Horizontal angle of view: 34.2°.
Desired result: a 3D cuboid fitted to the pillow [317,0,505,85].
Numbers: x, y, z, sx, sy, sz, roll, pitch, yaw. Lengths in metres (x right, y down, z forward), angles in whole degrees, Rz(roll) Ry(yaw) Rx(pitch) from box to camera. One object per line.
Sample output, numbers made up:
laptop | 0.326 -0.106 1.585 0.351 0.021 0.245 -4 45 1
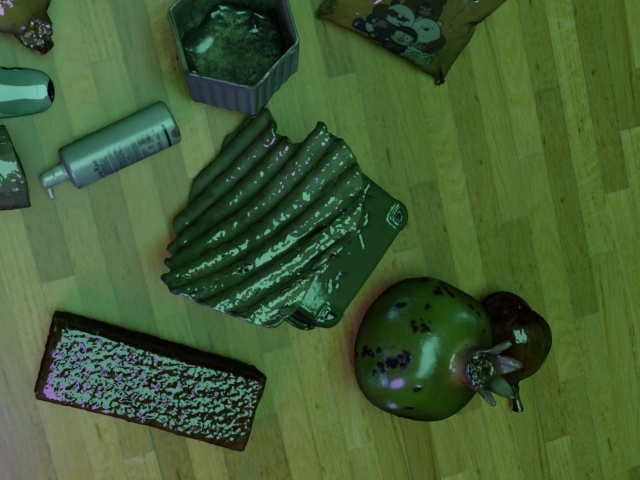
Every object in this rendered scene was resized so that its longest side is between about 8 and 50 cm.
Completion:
pillow | 0.192 -0.468 1.966 0.310 0.119 0.312 27 129 -16

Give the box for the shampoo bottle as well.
shampoo bottle | -0.388 -0.164 1.896 0.262 0.085 0.085 -27 103 -12

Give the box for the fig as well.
fig | 0.404 0.241 2.159 0.145 0.170 0.274 -20 121 -18

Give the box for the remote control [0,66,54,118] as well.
remote control | -0.602 -0.263 1.841 0.256 0.045 0.097 -7 98 -19

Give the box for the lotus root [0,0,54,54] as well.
lotus root | -0.556 -0.475 1.775 0.169 0.151 0.342 -29 103 -14

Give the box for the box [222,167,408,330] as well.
box | 0.000 0.000 1.984 0.253 0.178 0.328 36 85 -19

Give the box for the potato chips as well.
potato chips | -0.120 -0.045 1.853 0.389 0.373 0.097 -58 143 -11

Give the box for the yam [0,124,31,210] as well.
yam | -0.643 -0.118 1.785 0.268 0.161 0.161 -7 98 -16

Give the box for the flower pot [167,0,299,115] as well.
flower pot | -0.153 -0.355 1.867 0.209 0.189 0.239 42 81 3

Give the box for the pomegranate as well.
pomegranate | 0.209 0.221 1.998 0.291 0.323 0.290 -3 103 -15

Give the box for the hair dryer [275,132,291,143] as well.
hair dryer | -0.108 -0.150 2.013 0.063 0.038 0.124 22 97 -16

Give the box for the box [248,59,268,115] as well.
box | -0.120 -0.291 1.984 0.062 0.045 0.098 37 86 -17

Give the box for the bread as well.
bread | -0.319 0.266 1.952 0.416 0.113 0.165 19 90 -17
